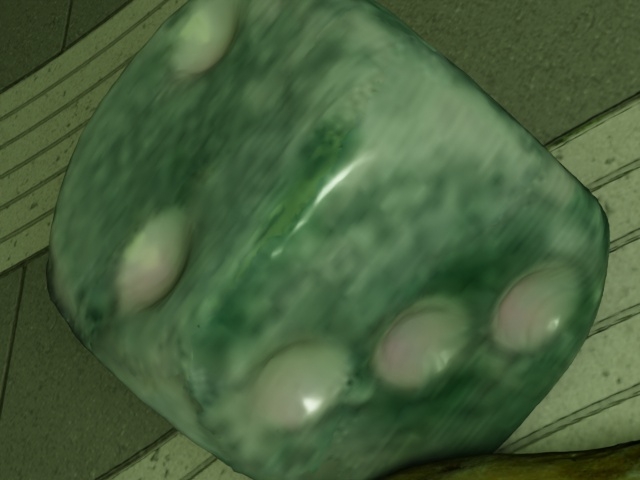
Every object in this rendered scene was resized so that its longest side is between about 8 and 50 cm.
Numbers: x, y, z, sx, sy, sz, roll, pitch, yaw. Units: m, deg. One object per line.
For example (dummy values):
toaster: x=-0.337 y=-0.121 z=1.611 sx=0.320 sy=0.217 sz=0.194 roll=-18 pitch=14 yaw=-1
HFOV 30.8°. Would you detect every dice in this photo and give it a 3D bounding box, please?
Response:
dice: x=0.000 y=0.000 z=0.957 sx=0.348 sy=0.328 sz=0.330 roll=-50 pitch=39 yaw=8

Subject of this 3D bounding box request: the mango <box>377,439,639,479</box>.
mango: x=0.127 y=0.240 z=0.808 sx=0.329 sy=0.175 sz=0.177 roll=-12 pitch=85 yaw=17
